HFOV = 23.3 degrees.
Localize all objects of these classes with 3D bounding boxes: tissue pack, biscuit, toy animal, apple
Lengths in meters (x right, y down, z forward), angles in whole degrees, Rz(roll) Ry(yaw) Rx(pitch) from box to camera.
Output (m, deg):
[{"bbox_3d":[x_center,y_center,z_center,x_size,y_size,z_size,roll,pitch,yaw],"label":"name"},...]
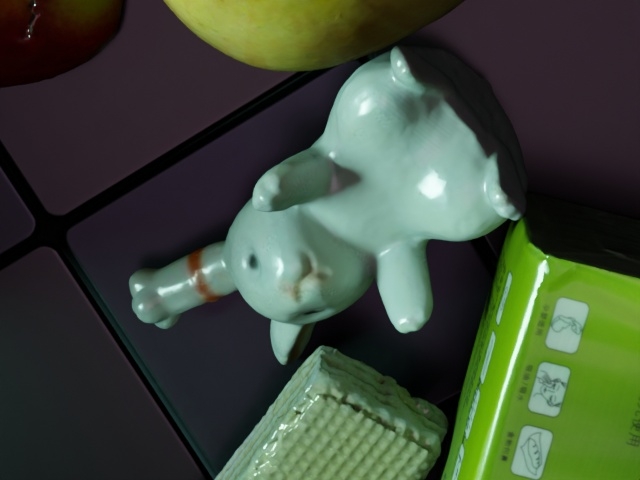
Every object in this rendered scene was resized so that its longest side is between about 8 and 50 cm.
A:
[{"bbox_3d":[0.170,0.131,0.990,0.167,0.200,0.275,15,103,1],"label":"tissue pack"},{"bbox_3d":[-0.018,0.184,1.051,0.108,0.062,0.239,30,117,-12],"label":"biscuit"},{"bbox_3d":[0.005,-0.001,0.999,0.282,0.138,0.140,-42,103,11],"label":"toy animal"},{"bbox_3d":[-0.008,-0.219,0.899,0.242,0.241,0.242,1,104,3],"label":"apple"}]

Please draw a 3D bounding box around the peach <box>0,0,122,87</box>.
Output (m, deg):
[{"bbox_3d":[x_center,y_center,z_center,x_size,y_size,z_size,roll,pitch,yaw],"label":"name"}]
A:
[{"bbox_3d":[-0.247,-0.183,0.962,0.279,0.068,0.189,11,110,-22],"label":"peach"}]
